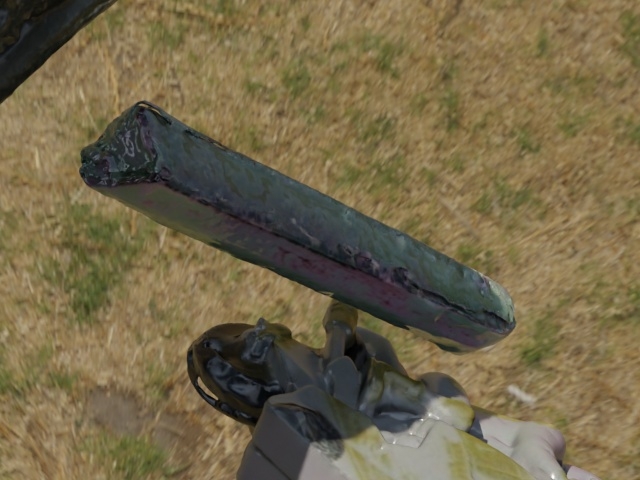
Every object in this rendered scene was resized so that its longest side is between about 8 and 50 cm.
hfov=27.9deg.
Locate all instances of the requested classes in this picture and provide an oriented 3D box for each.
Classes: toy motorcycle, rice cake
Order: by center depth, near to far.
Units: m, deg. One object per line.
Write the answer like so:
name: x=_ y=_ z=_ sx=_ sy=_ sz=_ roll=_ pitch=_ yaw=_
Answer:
rice cake: x=-0.001 y=0.001 z=0.508 sx=0.208 sy=0.033 sz=0.033 roll=25 pitch=50 yaw=-34
toy motorcycle: x=0.050 y=0.098 z=0.520 sx=0.152 sy=0.073 sz=0.225 roll=3 pitch=28 yaw=-40

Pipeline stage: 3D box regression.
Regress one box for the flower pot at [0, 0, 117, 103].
flower pot: x=-0.121 y=-0.096 z=0.363 sx=0.108 sy=0.103 sz=0.229 roll=43 pitch=67 yaw=7
